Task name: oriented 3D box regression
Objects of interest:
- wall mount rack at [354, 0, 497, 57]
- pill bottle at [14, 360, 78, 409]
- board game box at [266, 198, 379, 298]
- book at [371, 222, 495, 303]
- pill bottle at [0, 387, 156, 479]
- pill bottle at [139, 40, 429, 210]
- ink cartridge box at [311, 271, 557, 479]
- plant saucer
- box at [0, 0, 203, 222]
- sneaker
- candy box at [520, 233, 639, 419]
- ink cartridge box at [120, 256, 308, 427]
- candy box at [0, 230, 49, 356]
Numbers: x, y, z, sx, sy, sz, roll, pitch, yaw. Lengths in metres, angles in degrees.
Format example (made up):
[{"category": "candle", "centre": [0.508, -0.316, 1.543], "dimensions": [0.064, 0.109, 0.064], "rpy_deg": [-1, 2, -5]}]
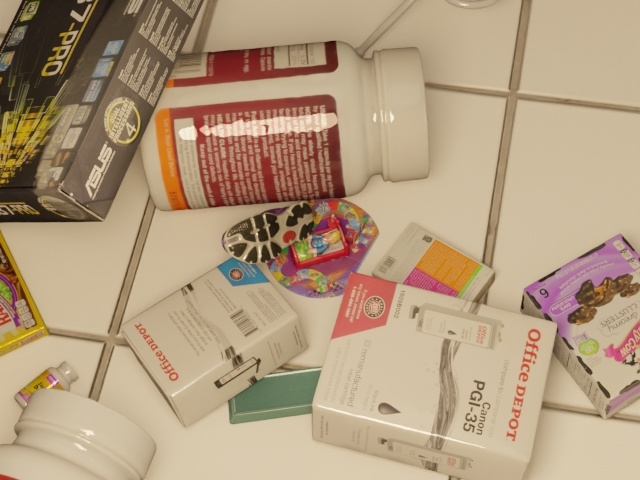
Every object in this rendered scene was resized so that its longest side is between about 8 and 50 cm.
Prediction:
[{"category": "wall mount rack", "centre": [0.127, -0.435, 2.138], "dimensions": [0.304, 0.130, 0.350], "rpy_deg": [-23, 60, -13]}, {"category": "pill bottle", "centre": [-0.370, 0.201, 1.839], "dimensions": [0.083, 0.043, 0.043], "rpy_deg": [-40, 65, -18]}, {"category": "board game box", "centre": [0.000, 0.000, 1.937], "dimensions": [0.133, 0.033, 0.169], "rpy_deg": [24, 64, 17]}, {"category": "book", "centre": [0.157, 0.049, 1.897], "dimensions": [0.144, 0.035, 0.096], "rpy_deg": [32, 70, 21]}, {"category": "pill bottle", "centre": [-0.356, 0.393, 1.615], "dimensions": [0.229, 0.229, 0.408], "rpy_deg": [17, 63, 14]}, {"category": "pill bottle", "centre": [-0.049, -0.165, 1.928], "dimensions": [0.392, 0.224, 0.224], "rpy_deg": [-4, 59, 2]}, {"category": "ink cartridge box", "centre": [0.148, 0.180, 1.758], "dimensions": [0.283, 0.117, 0.207], "rpy_deg": [13, 61, 7]}, {"category": "plant saucer", "centre": [-0.031, 0.202, 1.829], "dimensions": [0.192, 0.018, 0.067], "rpy_deg": [-8, 59, 1]}, {"category": "box", "centre": [-0.344, -0.212, 1.867], "dimensions": [0.318, 0.097, 0.395], "rpy_deg": [3, 63, 42]}, {"category": "sneaker", "centre": [-0.080, -0.008, 1.881], "dimensions": [0.071, 0.068, 0.170], "rpy_deg": [-5, 9, 39]}, {"category": "candy box", "centre": [0.392, 0.113, 1.818], "dimensions": [0.164, 0.070, 0.196], "rpy_deg": [-29, 61, -12]}, {"category": "ink cartridge box", "centre": [-0.143, 0.131, 1.829], "dimensions": [0.203, 0.086, 0.148], "rpy_deg": [-32, 52, -13]}, {"category": "candy box", "centre": [-0.473, 0.072, 1.933], "dimensions": [0.105, 0.027, 0.206], "rpy_deg": [-27, 61, -9]}]
